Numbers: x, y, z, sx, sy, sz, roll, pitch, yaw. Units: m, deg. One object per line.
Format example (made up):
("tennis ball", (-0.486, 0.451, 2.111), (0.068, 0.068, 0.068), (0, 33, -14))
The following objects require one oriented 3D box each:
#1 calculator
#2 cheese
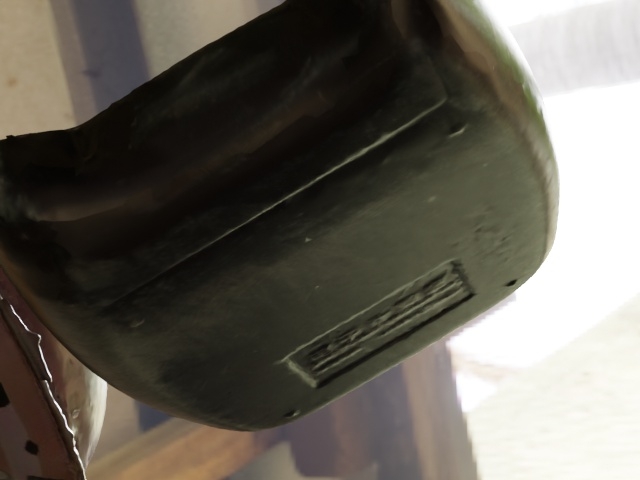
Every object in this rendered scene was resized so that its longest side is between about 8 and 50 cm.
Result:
("calculator", (0.000, 0.000, 0.500), (0.040, 0.177, 0.268), (61, -174, 23))
("cheese", (-0.131, 0.072, 0.637), (0.074, 0.189, 0.286), (-29, -73, -20))
